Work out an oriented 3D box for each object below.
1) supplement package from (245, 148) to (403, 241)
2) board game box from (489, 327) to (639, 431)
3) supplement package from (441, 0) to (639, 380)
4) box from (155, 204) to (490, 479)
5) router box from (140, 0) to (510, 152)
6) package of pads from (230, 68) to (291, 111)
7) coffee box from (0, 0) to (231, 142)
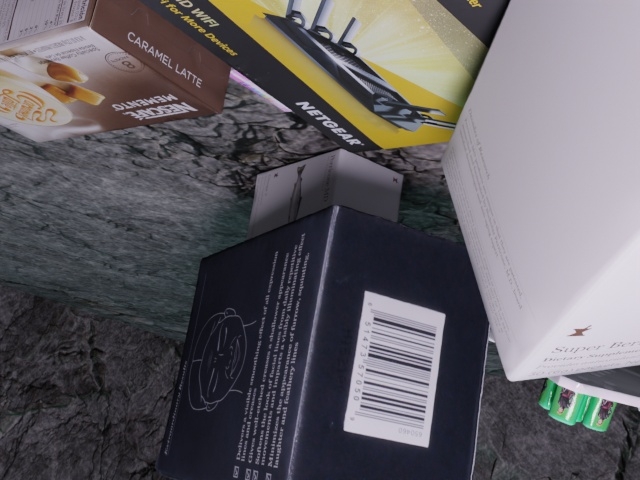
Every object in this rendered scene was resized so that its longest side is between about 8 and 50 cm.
[{"bbox_3d":[0.002,-0.035,1.018,0.105,0.105,0.179,20,161,-34],"label":"supplement package"},{"bbox_3d":[0.380,0.179,1.035,0.389,0.050,0.390,15,-174,-13],"label":"board game box"},{"bbox_3d":[0.201,-0.064,0.442,0.177,0.175,0.293,-5,151,-11],"label":"supplement package"},{"bbox_3d":[-0.010,0.156,0.958,0.211,0.294,0.395,17,164,-25],"label":"box"},{"bbox_3d":[0.045,-0.163,0.561,0.242,0.081,0.308,-3,161,36],"label":"router box"},{"bbox_3d":[-0.044,-0.152,0.717,0.032,0.050,0.083,2,164,43],"label":"package of pads"},{"bbox_3d":[-0.206,-0.162,0.683,0.246,0.098,0.141,-1,162,36],"label":"coffee box"}]
